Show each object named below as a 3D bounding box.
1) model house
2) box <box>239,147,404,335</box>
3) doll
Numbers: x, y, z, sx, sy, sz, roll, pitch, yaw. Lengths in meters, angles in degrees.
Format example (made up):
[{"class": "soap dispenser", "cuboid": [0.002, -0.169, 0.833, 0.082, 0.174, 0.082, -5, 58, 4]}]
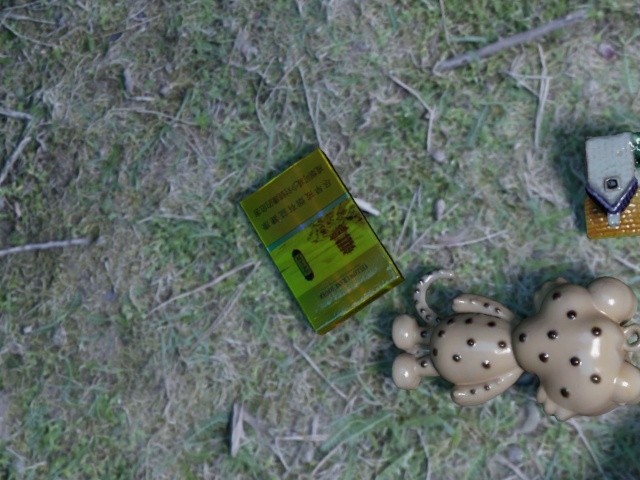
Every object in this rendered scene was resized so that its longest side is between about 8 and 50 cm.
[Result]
[{"class": "model house", "cuboid": [0.325, -0.057, 1.118, 0.087, 0.100, 0.100, -3, 79, 16]}, {"class": "box", "cuboid": [0.000, 0.000, 1.251, 0.121, 0.030, 0.193, -34, 71, 9]}, {"class": "doll", "cuboid": [0.209, 0.109, 1.124, 0.278, 0.119, 0.154, 4, 79, 29]}]
